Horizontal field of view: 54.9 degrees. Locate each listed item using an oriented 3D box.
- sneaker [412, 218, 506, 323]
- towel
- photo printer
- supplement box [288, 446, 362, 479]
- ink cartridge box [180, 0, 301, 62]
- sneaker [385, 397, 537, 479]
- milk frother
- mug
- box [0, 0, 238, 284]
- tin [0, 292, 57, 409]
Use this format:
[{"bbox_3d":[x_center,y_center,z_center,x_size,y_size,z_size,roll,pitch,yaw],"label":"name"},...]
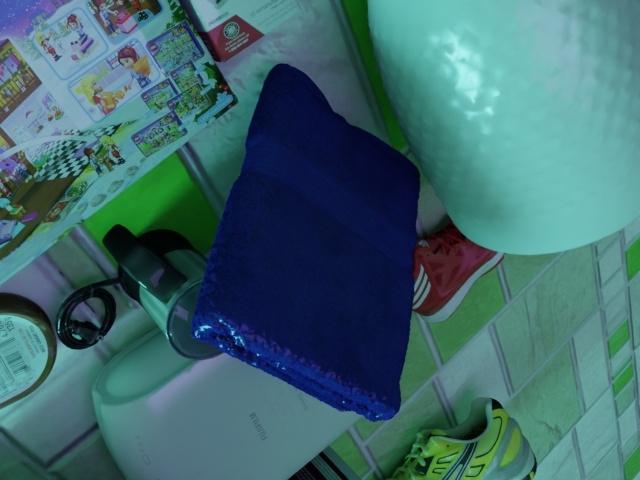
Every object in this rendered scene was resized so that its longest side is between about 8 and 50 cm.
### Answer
[{"bbox_3d":[0.181,0.004,0.848,0.128,0.087,0.221,32,88,-43],"label":"sneaker"},{"bbox_3d":[0.000,0.000,0.606,0.228,0.076,0.308,33,49,-28],"label":"towel"},{"bbox_3d":[-0.086,0.174,0.708,0.307,0.107,0.256,-33,126,-21],"label":"photo printer"},{"bbox_3d":[-0.057,0.377,0.806,0.239,0.130,0.073,-37,128,-17],"label":"supplement box"},{"bbox_3d":[-0.091,-0.245,0.548,0.099,0.056,0.135,-40,129,-15],"label":"ink cartridge box"},{"bbox_3d":[0.170,0.394,1.007,0.385,0.145,0.147,-26,93,-23],"label":"sneaker"},{"bbox_3d":[-0.162,0.068,0.583,0.129,0.135,0.143,23,94,-39],"label":"milk frother"},{"bbox_3d":[0.215,-0.228,0.677,0.328,0.276,0.374,51,46,-36],"label":"mug"},{"bbox_3d":[-0.234,-0.114,0.499,0.293,0.057,0.201,-41,129,-15],"label":"box"},{"bbox_3d":[-0.332,0.118,0.546,0.190,0.040,0.106,-27,120,-25],"label":"tin"}]
